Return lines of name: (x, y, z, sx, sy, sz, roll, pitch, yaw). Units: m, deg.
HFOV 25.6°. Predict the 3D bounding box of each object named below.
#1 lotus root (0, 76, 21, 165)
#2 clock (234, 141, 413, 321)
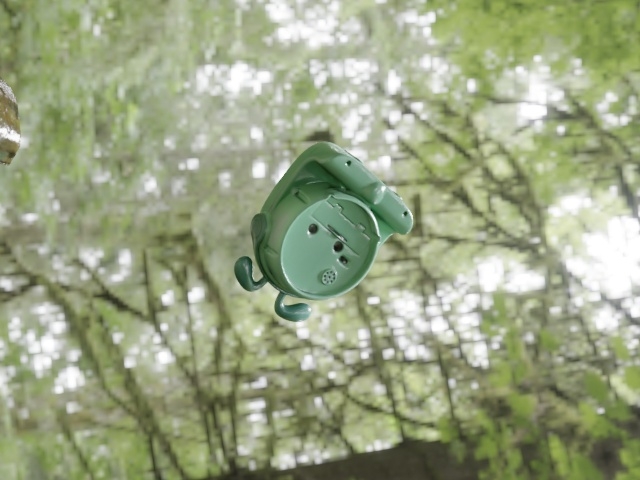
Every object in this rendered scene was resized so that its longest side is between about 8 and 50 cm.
lotus root: (-0.502, -0.173, 1.807, 0.234, 0.119, 0.138, 8, -98, 23)
clock: (-0.001, 0.000, 1.532, 0.188, 0.148, 0.060, -52, -146, 2)
